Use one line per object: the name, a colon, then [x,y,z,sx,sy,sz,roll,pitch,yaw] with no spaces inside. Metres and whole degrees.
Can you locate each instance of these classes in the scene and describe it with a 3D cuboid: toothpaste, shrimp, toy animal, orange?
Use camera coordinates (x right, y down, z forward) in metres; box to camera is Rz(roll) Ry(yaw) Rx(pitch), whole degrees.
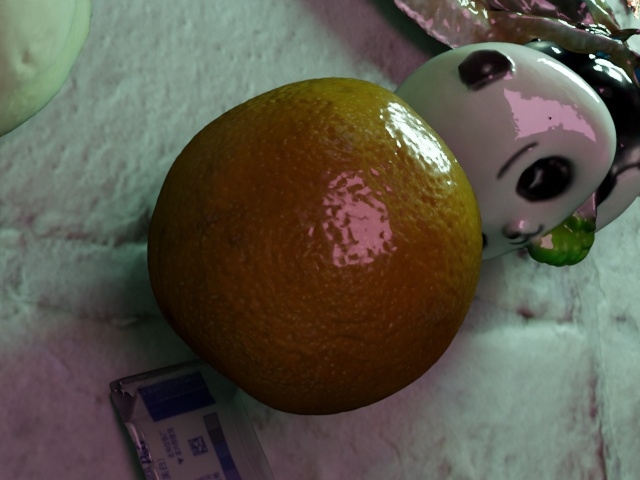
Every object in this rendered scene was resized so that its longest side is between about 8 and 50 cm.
toothpaste: [-0.067,0.224,1.025,0.282,0.068,0.099,66,19,14]
shrimp: [0.196,-0.248,1.371,0.445,0.110,0.221,40,60,-14]
toy animal: [0.179,-0.074,1.202,0.266,0.212,0.213,-19,85,-51]
orange: [0.000,0.000,1.029,0.264,0.264,0.264,14,65,-32]

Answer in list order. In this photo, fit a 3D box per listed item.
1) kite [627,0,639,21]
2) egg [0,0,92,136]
kite: [0.356,-0.368,1.590,0.125,0.008,0.222,-24,88,-40]
egg: [-0.277,-0.208,0.955,0.286,0.174,0.264,34,60,-26]
